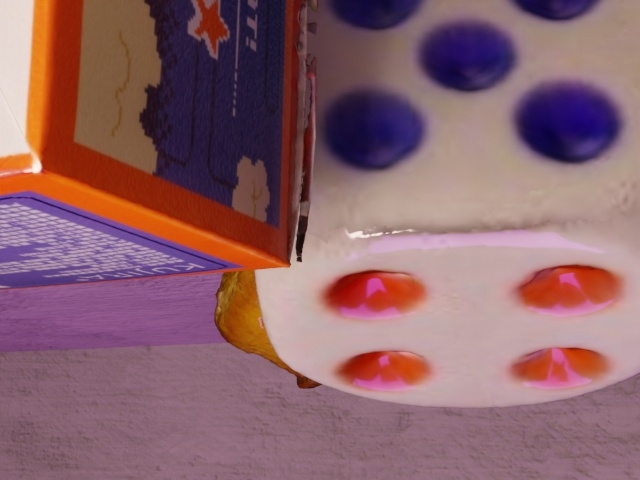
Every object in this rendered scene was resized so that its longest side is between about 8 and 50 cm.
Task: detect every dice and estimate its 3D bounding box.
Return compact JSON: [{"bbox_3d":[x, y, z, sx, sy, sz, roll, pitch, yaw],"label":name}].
[{"bbox_3d":[0.112,-0.056,1.004,0.304,0.304,0.277,-1,147,5],"label":"dice"}]

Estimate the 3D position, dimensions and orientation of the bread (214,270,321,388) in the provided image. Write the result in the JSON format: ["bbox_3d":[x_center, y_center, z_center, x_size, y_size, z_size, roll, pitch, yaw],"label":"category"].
[{"bbox_3d":[-0.001,0.005,1.406,0.172,0.312,0.312,19,164,-9],"label":"bread"}]

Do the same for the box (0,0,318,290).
[{"bbox_3d":[-0.210,-0.140,0.749,0.348,0.319,0.257,-7,165,25],"label":"box"}]
